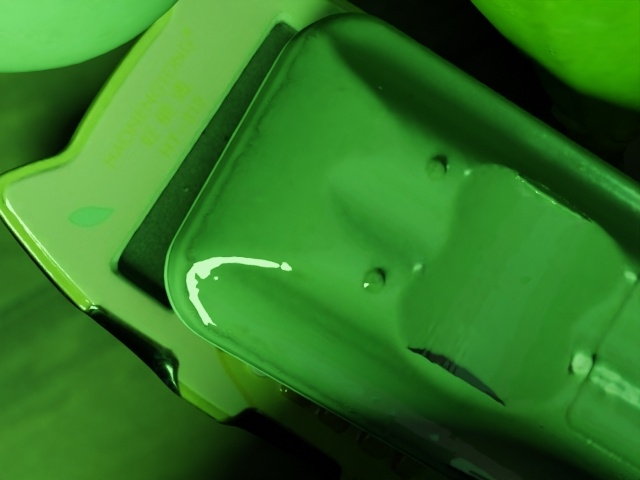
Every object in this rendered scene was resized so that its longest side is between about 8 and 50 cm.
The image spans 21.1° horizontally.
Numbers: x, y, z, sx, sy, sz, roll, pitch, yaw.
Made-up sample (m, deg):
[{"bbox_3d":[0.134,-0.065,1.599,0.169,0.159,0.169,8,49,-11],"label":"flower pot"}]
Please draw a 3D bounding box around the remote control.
[{"bbox_3d":[0.112,0.050,0.616,0.335,0.065,0.128,31,83,-11],"label":"remote control"}]

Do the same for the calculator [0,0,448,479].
[{"bbox_3d":[0.000,0.000,0.646,0.236,0.033,0.157,37,80,-22],"label":"calculator"}]

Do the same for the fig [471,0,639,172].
[{"bbox_3d":[0.091,-0.189,0.605,0.233,0.233,0.314,-45,152,-12],"label":"fig"}]

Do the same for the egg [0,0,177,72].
[{"bbox_3d":[-0.120,-0.183,0.490,0.203,0.203,0.282,-29,109,-17],"label":"egg"}]
